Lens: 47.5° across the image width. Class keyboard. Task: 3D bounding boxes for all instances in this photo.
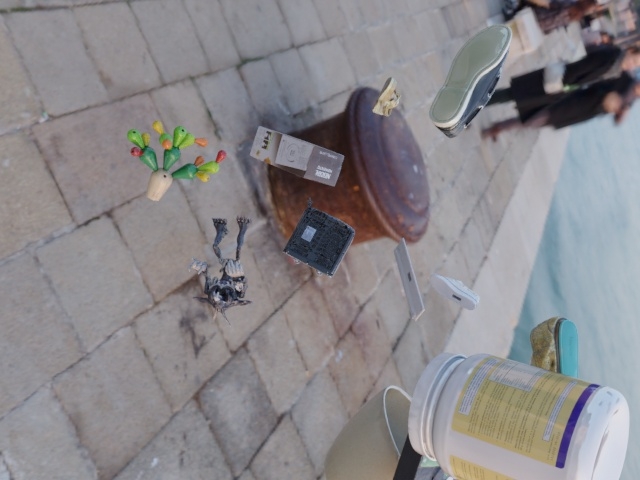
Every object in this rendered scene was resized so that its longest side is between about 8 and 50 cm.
[{"bbox_3d":[0.272,0.117,2.236,0.014,0.072,0.255,3,56,-24],"label":"keyboard"}]

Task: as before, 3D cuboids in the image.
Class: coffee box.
[{"bbox_3d":[-0.071,-0.250,2.148,0.141,0.247,0.098,11,101,-47],"label":"coffee box"}]

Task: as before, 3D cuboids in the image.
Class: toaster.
[{"bbox_3d":[0.000,0.000,2.143,0.185,0.168,0.110,-62,175,-6],"label":"toaster"}]

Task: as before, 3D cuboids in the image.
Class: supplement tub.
[{"bbox_3d":[0.351,0.340,1.306,0.241,0.331,0.240,-18,113,-49],"label":"supplement tub"}]

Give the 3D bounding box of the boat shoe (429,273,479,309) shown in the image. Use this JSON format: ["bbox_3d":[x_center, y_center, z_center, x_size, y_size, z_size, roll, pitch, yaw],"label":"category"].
[{"bbox_3d":[0.251,0.090,1.355,0.035,0.100,0.035,-45,160,-43],"label":"boat shoe"}]

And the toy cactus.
[{"bbox_3d":[-0.332,-0.166,1.616,0.219,0.180,0.112,14,25,-36],"label":"toy cactus"}]

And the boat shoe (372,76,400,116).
[{"bbox_3d":[0.149,-0.308,1.569,0.135,0.045,0.050,121,-5,-77],"label":"boat shoe"}]

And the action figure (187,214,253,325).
[{"bbox_3d":[-0.252,0.073,1.852,0.141,0.164,0.275,43,50,-68],"label":"action figure"}]

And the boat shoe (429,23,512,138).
[{"bbox_3d":[0.408,-0.413,1.920,0.340,0.127,0.113,-61,143,-15],"label":"boat shoe"}]

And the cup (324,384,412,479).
[{"bbox_3d":[0.152,0.565,1.827,0.331,0.237,0.331,50,20,-25],"label":"cup"}]

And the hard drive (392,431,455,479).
[{"bbox_3d":[0.273,0.457,1.568,0.237,0.064,0.338,12,98,-39],"label":"hard drive"}]

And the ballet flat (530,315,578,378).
[{"bbox_3d":[0.525,0.345,1.637,0.123,0.123,0.348,33,54,-52],"label":"ballet flat"}]
